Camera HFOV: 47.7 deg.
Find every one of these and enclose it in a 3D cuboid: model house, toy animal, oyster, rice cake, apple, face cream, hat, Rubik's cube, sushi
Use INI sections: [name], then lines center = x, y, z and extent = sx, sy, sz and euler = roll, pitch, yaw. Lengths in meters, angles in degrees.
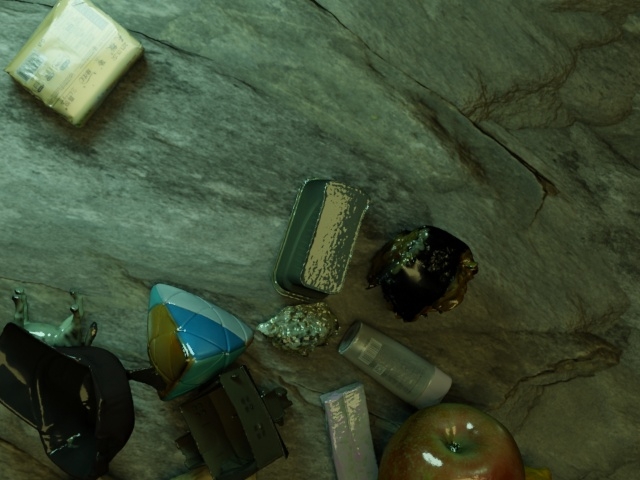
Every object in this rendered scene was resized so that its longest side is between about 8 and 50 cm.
[model house]
center = -0.161, 0.380, 1.526
extent = 0.204, 0.243, 0.211
euler = -31, 81, 30
[toy animal]
center = -0.586, 0.174, 1.452
extent = 0.255, 0.090, 0.170
euler = -9, 117, -4
[oyster]
center = -0.045, 0.199, 1.601
extent = 0.177, 0.064, 0.125
euler = -23, 96, -12
[rice cake]
center = 0.072, 0.478, 1.659
extent = 0.106, 0.050, 0.298
euler = -13, 98, -13
[apple]
center = 0.280, 0.504, 1.567
extent = 0.319, 0.319, 0.277
euler = -9, 116, -13
[face cream]
center = 0.170, 0.291, 1.654
extent = 0.269, 0.073, 0.107
euler = 34, 95, -14
[hat]
center = -0.466, 0.277, 1.415
extent = 0.336, 0.209, 0.238
euler = 45, 117, 8
[Rubik's cube]
center = -0.251, 0.244, 1.519
extent = 0.254, 0.254, 0.254
euler = -1, 95, -13
[sushi]
center = 0.228, 0.079, 1.588
extent = 0.204, 0.200, 0.213
euler = 44, 62, -13

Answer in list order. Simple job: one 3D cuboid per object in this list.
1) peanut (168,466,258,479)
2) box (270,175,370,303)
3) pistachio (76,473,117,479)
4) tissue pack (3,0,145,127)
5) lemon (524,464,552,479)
[peanut]
center = -0.242, 0.539, 1.549
extent = 0.224, 0.129, 0.129
euler = -23, 100, -14
[box]
center = 0.000, 0.000, 1.527
extent = 0.138, 0.178, 0.274
euler = 16, 87, -15
[pistachio]
center = -0.418, 0.608, 1.472
extent = 0.214, 0.193, 0.318
euler = -31, 97, 34
[tissue pack]
center = -0.481, -0.359, 1.429
extent = 0.186, 0.090, 0.222
euler = 37, 84, -12
[lemon]
center = 0.456, 0.636, 1.697
extent = 0.188, 0.188, 0.257
euler = 40, 80, -14
